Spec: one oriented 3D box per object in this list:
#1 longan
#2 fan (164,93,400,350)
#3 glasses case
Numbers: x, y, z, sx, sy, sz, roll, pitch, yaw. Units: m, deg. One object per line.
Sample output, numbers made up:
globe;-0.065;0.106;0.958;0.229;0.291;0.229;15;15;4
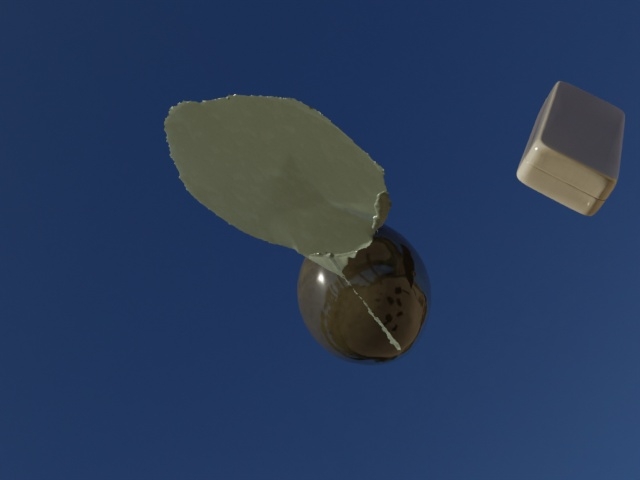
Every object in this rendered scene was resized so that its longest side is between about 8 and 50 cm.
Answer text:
longan;0.072;0.083;1.342;0.248;0.248;0.248;-14;-56;-22
fan;0.000;-0.001;0.658;0.310;0.182;0.010;55;-133;-40
glasses case;0.427;-0.164;1.410;0.336;0.144;0.076;-52;-12;-55
